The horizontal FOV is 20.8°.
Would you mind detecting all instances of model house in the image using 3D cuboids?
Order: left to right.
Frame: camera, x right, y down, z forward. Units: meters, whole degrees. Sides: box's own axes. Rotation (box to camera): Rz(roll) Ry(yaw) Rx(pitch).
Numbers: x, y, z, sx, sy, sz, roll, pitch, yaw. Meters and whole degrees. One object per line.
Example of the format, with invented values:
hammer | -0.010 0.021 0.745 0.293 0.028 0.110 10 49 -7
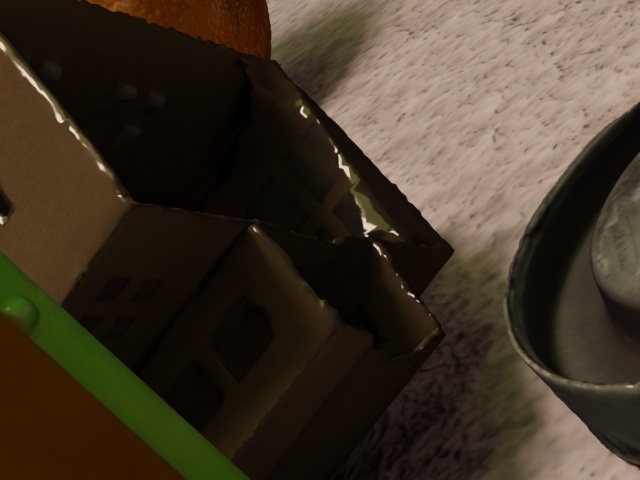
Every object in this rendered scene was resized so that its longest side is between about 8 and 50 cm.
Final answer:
model house | -0.090 0.064 0.669 0.243 0.211 0.204 -53 56 20

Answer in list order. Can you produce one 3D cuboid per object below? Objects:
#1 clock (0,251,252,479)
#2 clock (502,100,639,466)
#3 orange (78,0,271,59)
clock | -0.142 0.124 0.568 0.255 0.220 0.106 -31 20 46
clock | 0.165 -0.016 0.573 0.226 0.049 0.226 -33 20 14
orange | -0.166 -0.141 1.142 0.264 0.264 0.264 -34 19 13
